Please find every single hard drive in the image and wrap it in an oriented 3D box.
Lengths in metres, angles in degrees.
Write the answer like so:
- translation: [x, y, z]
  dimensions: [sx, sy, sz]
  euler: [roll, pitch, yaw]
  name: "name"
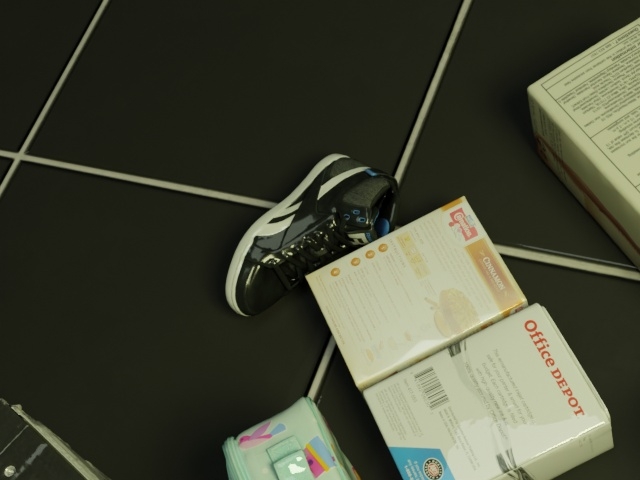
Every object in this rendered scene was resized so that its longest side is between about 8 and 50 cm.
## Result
- translation: [-0.149, 0.291, 1.037]
  dimensions: [0.339, 0.237, 0.064]
  euler: [33, 74, 32]
  name: "hard drive"

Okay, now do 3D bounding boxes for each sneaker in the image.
- translation: [0.000, 0.000, 1.243]
  dimensions: [0.121, 0.079, 0.217]
  euler: [20, 66, 45]
  name: "sneaker"

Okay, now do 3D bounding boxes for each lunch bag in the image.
- translation: [0.014, 0.279, 0.997]
  dimensions: [0.108, 0.224, 0.279]
  euler: [-30, 56, -1]
  name: "lunch bag"

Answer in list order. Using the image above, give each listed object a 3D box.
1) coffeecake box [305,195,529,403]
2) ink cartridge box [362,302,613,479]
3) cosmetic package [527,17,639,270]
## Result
- translation: [0.100, 0.062, 1.194]
  dimensions: [0.185, 0.068, 0.142]
  euler: [-27, 55, 1]
  name: "coffeecake box"
- translation: [0.157, 0.168, 1.103]
  dimensions: [0.190, 0.082, 0.140]
  euler: [-26, 56, 0]
  name: "ink cartridge box"
- translation: [0.348, -0.060, 1.150]
  dimensions: [0.153, 0.129, 0.296]
  euler: [-30, 55, -3]
  name: "cosmetic package"
